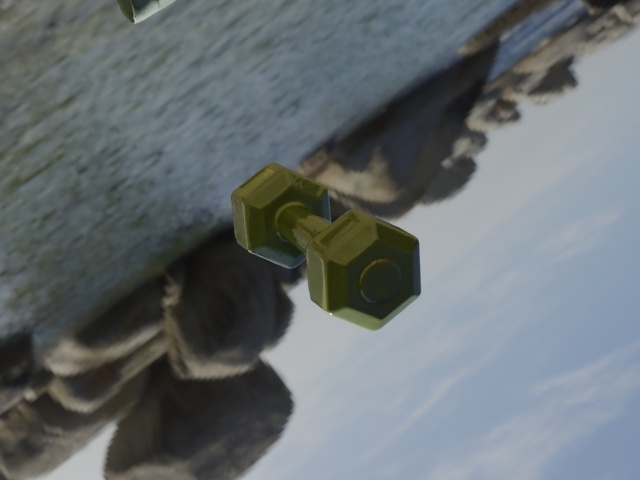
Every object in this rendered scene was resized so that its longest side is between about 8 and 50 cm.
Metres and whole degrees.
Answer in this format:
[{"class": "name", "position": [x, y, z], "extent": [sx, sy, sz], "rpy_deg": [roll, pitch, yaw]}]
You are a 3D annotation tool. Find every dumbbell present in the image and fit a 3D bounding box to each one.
[{"class": "dumbbell", "position": [0.000, 0.000, 1.386], "extent": [0.121, 0.108, 0.302], "rpy_deg": [-39, -153, -8]}]

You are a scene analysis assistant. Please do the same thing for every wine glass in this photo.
[{"class": "wine glass", "position": [-0.177, -0.325, 1.574], "extent": [0.155, 0.073, 0.073], "rpy_deg": [-27, 177, -19]}]
